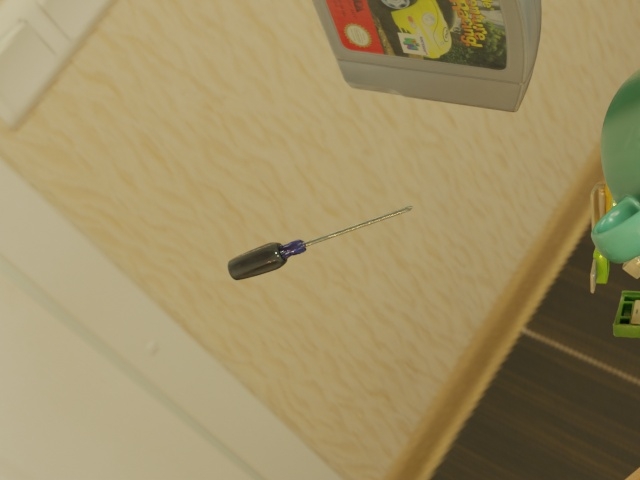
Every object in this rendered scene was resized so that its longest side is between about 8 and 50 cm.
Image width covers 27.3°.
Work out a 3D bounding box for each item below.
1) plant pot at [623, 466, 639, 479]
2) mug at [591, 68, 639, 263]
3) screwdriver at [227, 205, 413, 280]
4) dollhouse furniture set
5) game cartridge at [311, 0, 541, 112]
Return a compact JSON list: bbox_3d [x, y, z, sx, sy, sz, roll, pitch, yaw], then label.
[{"bbox_3d":[0.199,0.205,0.704,0.205,0.205,0.188,47,115,40],"label":"plant pot"},{"bbox_3d":[0.257,-0.051,0.849,0.097,0.129,0.157,166,118,-74],"label":"mug"},{"bbox_3d":[0.000,0.000,1.093,0.170,0.025,0.024,-18,75,15],"label":"screwdriver"},{"bbox_3d":[0.301,0.017,1.284,0.076,0.151,0.058,3,34,19],"label":"dollhouse furniture set"},{"bbox_3d":[0.085,-0.213,1.113,0.196,0.294,0.060,7,62,21],"label":"game cartridge"}]
